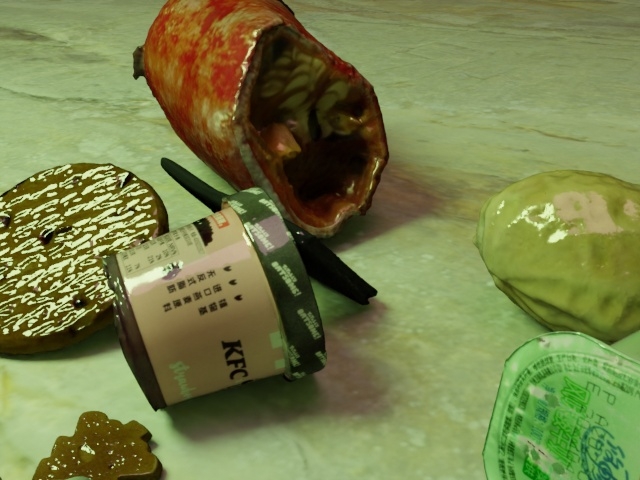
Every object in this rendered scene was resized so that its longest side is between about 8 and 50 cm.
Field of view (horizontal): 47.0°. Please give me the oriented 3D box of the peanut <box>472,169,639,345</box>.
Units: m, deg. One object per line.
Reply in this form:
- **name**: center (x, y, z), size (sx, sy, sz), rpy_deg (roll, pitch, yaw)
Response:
- **peanut**: center (0.285, 0.023, 0.605), size (0.313, 0.149, 0.149), rpy_deg (8, 29, 7)

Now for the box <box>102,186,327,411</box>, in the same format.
- **box**: center (-0.085, 0.049, 0.556), size (0.135, 0.151, 0.151), rpy_deg (-18, 32, -15)

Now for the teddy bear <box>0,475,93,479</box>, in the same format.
- **teddy bear**: center (-0.151, 0.121, 0.262), size (0.362, 0.375, 0.327), rpy_deg (-26, -8, -5)

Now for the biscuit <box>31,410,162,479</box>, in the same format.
- **biscuit**: center (-0.154, 0.152, 0.496), size (0.082, 0.016, 0.092), rpy_deg (24, 38, 30)

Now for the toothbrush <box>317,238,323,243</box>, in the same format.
- **toothbrush**: center (0.000, 0.000, 0.782), size (0.006, 0.008, 0.097), rpy_deg (12, 27, -6)

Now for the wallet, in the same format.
- **wallet**: center (-0.059, -0.013, 0.709), size (0.244, 0.124, 0.025), rpy_deg (30, 82, 44)

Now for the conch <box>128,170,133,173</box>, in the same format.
- **conch**: center (-0.222, -0.018, 0.750), size (0.089, 0.074, 0.121), rpy_deg (2, 68, 6)

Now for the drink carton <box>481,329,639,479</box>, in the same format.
- **drink carton**: center (0.200, 0.115, 0.439), size (0.142, 0.146, 0.144), rpy_deg (-15, 31, -40)

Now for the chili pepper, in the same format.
- **chili pepper**: center (-0.051, -0.163, 0.832), size (0.229, 0.251, 0.305), rpy_deg (-28, 34, -17)

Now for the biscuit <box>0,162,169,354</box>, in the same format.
- **biscuit**: center (-0.240, 0.013, 0.668), size (0.212, 0.036, 0.212), rpy_deg (-6, 53, 8)
